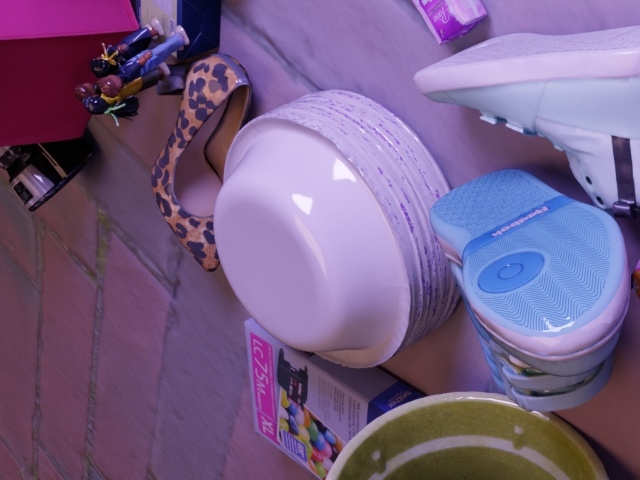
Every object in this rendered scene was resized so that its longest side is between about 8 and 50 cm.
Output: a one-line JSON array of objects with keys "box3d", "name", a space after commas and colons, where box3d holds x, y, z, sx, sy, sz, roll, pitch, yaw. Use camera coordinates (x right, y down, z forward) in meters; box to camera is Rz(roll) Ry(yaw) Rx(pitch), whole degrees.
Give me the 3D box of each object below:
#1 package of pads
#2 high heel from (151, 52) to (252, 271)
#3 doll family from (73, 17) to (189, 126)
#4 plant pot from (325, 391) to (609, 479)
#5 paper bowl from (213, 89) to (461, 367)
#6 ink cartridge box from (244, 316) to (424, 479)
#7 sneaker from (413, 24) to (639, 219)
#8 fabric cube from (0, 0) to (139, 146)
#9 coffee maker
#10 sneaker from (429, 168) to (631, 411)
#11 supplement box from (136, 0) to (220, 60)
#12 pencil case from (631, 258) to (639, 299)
[{"box3d": [0.104, -0.216, 0.975, 0.083, 0.032, 0.050, 60, 148, 3], "name": "package of pads"}, {"box3d": [-0.121, -0.082, 1.298, 0.186, 0.093, 0.261, 8, 110, 57], "name": "high heel"}, {"box3d": [-0.217, -0.184, 1.243, 0.076, 0.111, 0.193, 53, 154, 5], "name": "doll family"}, {"box3d": [0.152, 0.338, 1.121, 0.276, 0.276, 0.254, 30, 146, 38], "name": "plant pot"}, {"box3d": [0.000, 0.000, 1.158, 0.284, 0.148, 0.284, 31, 136, 36], "name": "paper bowl"}, {"box3d": [0.032, 0.221, 1.345, 0.311, 0.065, 0.186, 27, 133, 38], "name": "ink cartridge box"}, {"box3d": [0.182, -0.087, 0.908, 0.256, 0.094, 0.151, 9, 123, 51], "name": "sneaker"}, {"box3d": [-0.402, -0.280, 1.346, 0.258, 0.254, 0.259, -45, 60, 55], "name": "fabric cube"}, {"box3d": [-0.409, -0.157, 1.596, 0.178, 0.171, 0.120, 46, 171, -13], "name": "coffee maker"}, {"box3d": [0.193, 0.074, 0.905, 0.319, 0.127, 0.208, -99, -16, -71], "name": "sneaker"}, {"box3d": [-0.160, -0.262, 1.262, 0.083, 0.056, 0.083, 38, 140, 31], "name": "supplement box"}, {"box3d": [0.307, -0.048, 0.754, 0.124, 0.124, 0.284, 41, 141, 28], "name": "pencil case"}]
